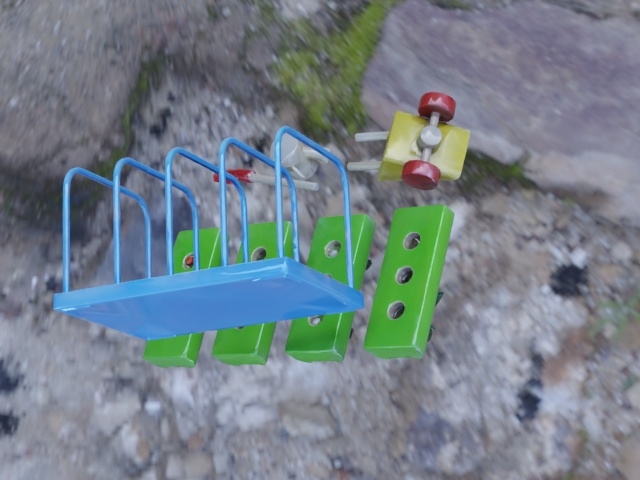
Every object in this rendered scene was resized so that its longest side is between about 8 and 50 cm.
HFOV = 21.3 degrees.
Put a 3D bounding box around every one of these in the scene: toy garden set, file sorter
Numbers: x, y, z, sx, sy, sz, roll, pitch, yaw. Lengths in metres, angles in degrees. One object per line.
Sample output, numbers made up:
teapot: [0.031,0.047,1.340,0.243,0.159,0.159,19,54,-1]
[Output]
toy garden set: [0.000,0.000,1.254,0.049,0.244,0.203,39,56,-44]
file sorter: [-0.074,-0.003,1.133,0.170,0.118,0.104,-10,73,23]
